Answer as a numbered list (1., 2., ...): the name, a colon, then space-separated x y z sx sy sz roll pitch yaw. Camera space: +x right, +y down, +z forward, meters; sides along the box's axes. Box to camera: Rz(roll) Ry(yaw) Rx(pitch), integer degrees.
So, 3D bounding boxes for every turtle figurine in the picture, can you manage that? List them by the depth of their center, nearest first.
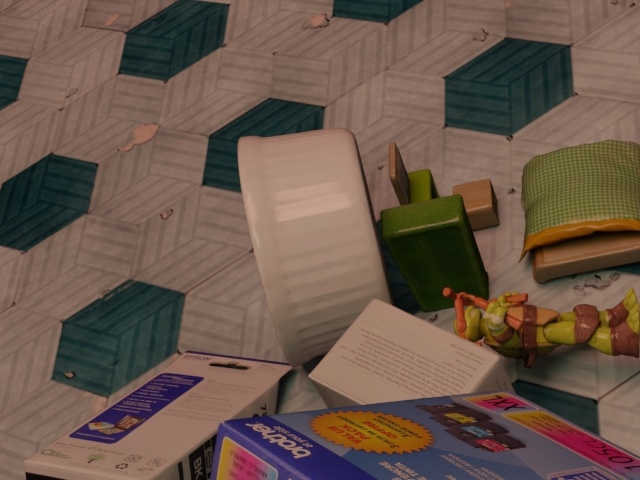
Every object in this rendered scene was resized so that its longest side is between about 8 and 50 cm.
1. turtle figurine: 0.237 0.097 1.657 0.217 0.269 0.087 -1 90 9

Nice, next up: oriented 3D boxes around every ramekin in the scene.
1. ramekin: 0.000 0.000 1.778 0.135 0.277 0.277 -13 45 4

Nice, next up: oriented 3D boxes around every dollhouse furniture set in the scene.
1. dollhouse furniture set: 0.236 -0.059 1.799 0.302 0.151 0.197 -12 46 15

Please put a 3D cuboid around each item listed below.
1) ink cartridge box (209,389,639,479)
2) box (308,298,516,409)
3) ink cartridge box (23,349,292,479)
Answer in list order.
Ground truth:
1. ink cartridge box: 0.084 0.248 1.269 0.396 0.151 0.270 -4 17 -37
2. box: 0.112 0.184 1.611 0.182 0.181 0.119 24 63 39
3. ink cartridge box: -0.171 0.219 1.731 0.165 0.065 0.333 4 20 29
